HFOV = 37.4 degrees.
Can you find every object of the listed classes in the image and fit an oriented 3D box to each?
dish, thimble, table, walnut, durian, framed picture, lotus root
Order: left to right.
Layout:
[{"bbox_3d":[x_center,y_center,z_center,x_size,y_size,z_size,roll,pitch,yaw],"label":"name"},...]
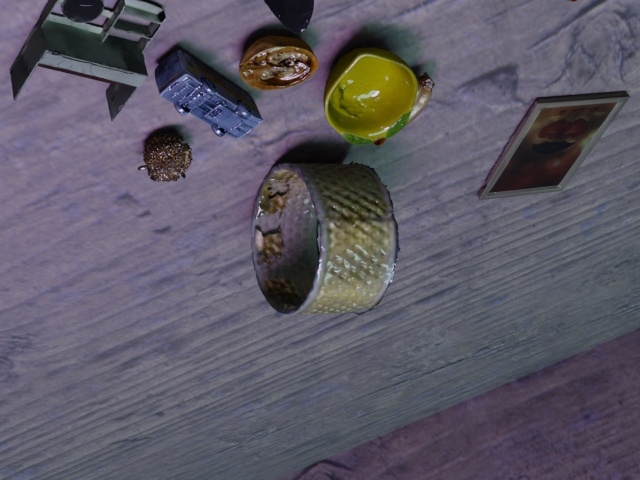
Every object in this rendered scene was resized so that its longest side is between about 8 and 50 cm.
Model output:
[{"bbox_3d":[-0.303,-0.245,1.242,0.146,0.062,0.175,8,142,-39],"label":"table"},{"bbox_3d":[-0.241,-0.126,1.459,0.091,0.080,0.080,-18,150,0],"label":"durian"},{"bbox_3d":[-0.065,-0.264,1.367,0.121,0.052,0.091,-4,147,-24],"label":"walnut"},{"bbox_3d":[0.000,0.000,1.623,0.150,0.271,0.271,0,144,-30],"label":"thimble"},{"bbox_3d":[0.070,-0.238,1.463,0.149,0.080,0.208,-16,146,-2],"label":"dish"},{"bbox_3d":[0.126,-0.221,1.544,0.150,0.062,0.073,-37,134,27],"label":"lotus root"},{"bbox_3d":[0.449,-0.182,1.856,0.211,0.020,0.289,-7,148,-22],"label":"framed picture"}]

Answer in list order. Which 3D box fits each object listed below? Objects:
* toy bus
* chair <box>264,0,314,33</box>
[{"bbox_3d":[-0.160,-0.209,1.373,0.064,0.075,0.190,-32,149,21],"label":"toy bus"},{"bbox_3d":[0.007,-0.377,1.152,0.145,0.140,0.221,-22,159,-20],"label":"chair"}]
